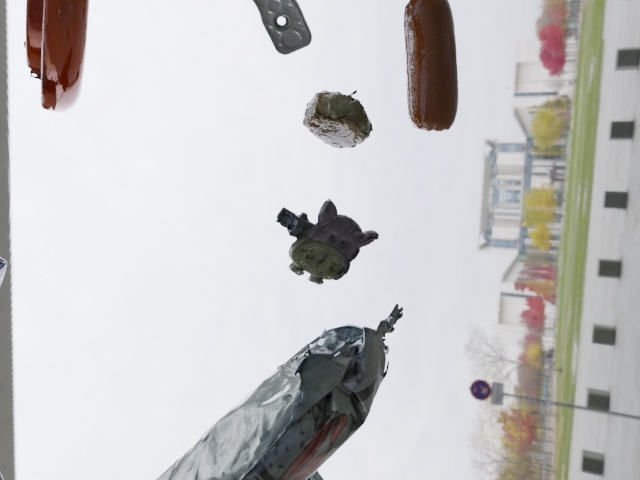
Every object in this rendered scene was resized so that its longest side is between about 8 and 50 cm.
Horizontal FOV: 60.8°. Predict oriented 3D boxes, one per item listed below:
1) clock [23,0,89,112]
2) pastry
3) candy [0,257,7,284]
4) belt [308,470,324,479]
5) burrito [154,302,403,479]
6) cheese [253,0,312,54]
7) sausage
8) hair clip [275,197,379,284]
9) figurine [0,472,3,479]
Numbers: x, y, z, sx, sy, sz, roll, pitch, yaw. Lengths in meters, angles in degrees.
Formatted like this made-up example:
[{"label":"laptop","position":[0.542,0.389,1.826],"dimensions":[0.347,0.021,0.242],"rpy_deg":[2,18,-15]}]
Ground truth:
[{"label":"clock","position":[-0.238,-0.221,0.495],"dimensions":[0.051,0.205,0.205],"rpy_deg":[3,-89,-27]},{"label":"pastry","position":[0.036,-0.255,1.166],"dimensions":[0.153,0.153,0.081],"rpy_deg":[52,-135,-57]},{"label":"candy","position":[-0.844,0.116,1.353],"dimensions":[0.160,0.073,0.092],"rpy_deg":[-58,9,24]},{"label":"belt","position":[-0.076,0.450,0.857],"dimensions":[0.295,0.206,0.161],"rpy_deg":[-109,34,-58]},{"label":"burrito","position":[-0.070,0.227,0.573],"dimensions":[0.101,0.445,0.139],"rpy_deg":[39,-163,-19]},{"label":"cheese","position":[-0.071,-0.278,0.471],"dimensions":[0.050,0.127,0.255],"rpy_deg":[-96,-20,-45]},{"label":"sausage","position":[0.159,-0.257,0.788],"dimensions":[0.076,0.076,0.198],"rpy_deg":[-36,-58,-61]},{"label":"hair clip","position":[0.002,0.004,0.957],"dimensions":[0.187,0.056,0.146],"rpy_deg":[34,-77,-32]},{"label":"figurine","position":[-0.386,0.367,0.609],"dimensions":[0.205,0.381,0.225],"rpy_deg":[16,-94,-74]}]
